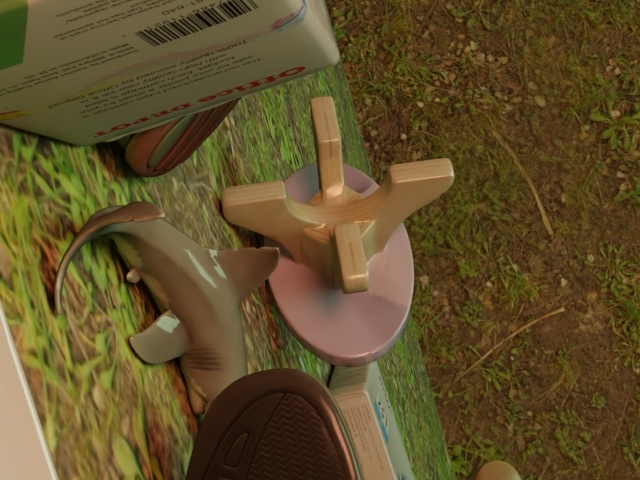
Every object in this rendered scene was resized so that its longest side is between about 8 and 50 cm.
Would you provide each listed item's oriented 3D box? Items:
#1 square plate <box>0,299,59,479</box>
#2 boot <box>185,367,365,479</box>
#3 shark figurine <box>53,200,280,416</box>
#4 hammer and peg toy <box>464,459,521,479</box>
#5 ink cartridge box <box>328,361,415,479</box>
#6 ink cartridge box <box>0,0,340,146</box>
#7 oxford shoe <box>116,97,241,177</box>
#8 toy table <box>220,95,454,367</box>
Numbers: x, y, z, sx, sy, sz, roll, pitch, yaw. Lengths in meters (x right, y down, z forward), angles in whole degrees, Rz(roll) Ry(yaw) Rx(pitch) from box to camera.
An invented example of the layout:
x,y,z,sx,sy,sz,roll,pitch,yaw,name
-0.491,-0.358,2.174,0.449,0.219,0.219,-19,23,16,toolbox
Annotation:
x,y,z,sx,sy,sz,roll,pitch,yaw,name
-0.149,0.185,0.263,0.344,0.049,0.348,-26,100,-80,square plate
0.008,0.276,0.735,0.284,0.138,0.378,0,78,-79,boot
-0.091,0.021,0.679,0.278,0.116,0.166,65,12,-51,shark figurine
0.166,0.457,1.072,0.127,0.265,0.362,106,-26,-64,hammer and peg toy
0.090,0.304,1.378,0.261,0.066,0.297,-69,142,-73,ink cartridge box
-0.116,-0.149,0.525,0.278,0.201,0.117,6,68,-80,ink cartridge box
-0.129,-0.181,0.853,0.146,0.140,0.397,40,24,-12,oxford shoe
0.022,-0.016,1.055,0.161,0.252,0.274,88,-19,-56,toy table
